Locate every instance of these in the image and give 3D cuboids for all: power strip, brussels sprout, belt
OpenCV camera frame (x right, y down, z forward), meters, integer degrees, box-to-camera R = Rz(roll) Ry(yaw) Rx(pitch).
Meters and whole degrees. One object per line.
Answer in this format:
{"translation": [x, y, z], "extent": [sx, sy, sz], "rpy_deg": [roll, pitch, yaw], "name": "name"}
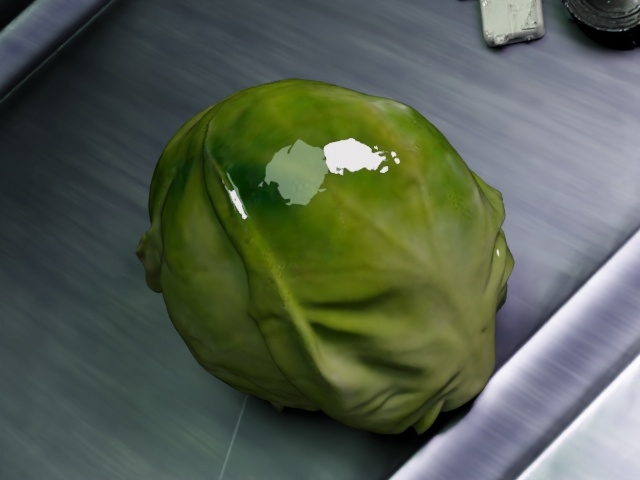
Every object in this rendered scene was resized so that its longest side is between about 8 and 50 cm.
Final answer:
{"translation": [0.246, -0.344, 1.906], "extent": [0.081, 0.035, 0.192], "rpy_deg": [-9, 71, 16], "name": "power strip"}
{"translation": [-0.008, -0.003, 1.625], "extent": [0.425, 0.361, 0.342], "rpy_deg": [11, 62, 26], "name": "brussels sprout"}
{"translation": [0.369, -0.337, 1.840], "extent": [0.151, 0.078, 0.198], "rpy_deg": [-27, 65, 16], "name": "belt"}
